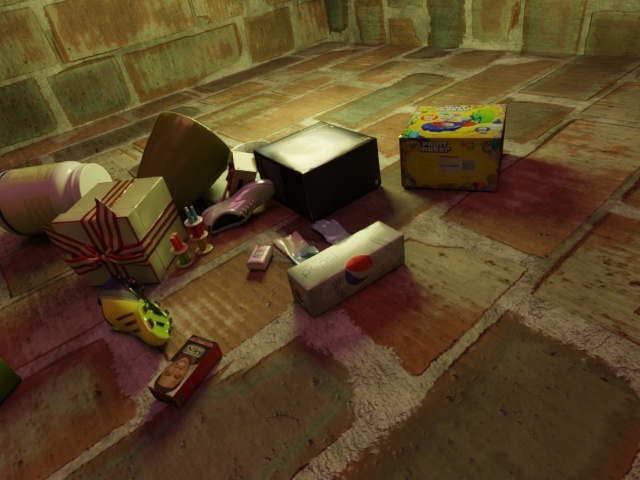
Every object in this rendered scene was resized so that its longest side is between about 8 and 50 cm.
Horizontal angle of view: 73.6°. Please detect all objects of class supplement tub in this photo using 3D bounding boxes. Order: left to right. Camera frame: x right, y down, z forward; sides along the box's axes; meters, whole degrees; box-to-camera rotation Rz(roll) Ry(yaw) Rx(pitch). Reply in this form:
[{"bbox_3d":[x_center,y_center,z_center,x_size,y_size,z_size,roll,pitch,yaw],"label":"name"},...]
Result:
[{"bbox_3d":[-0.914,-0.146,1.479,0.325,0.235,0.235,-6,35,7],"label":"supplement tub"}]

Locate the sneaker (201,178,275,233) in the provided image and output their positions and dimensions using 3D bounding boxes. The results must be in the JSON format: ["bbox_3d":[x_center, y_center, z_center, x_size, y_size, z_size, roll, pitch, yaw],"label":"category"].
[{"bbox_3d":[-0.249,-0.099,1.355,0.258,0.094,0.091,-32,50,-5],"label":"sneaker"}]

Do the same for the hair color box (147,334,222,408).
[{"bbox_3d":[-0.276,0.266,0.881,0.072,0.043,0.141,9,40,25],"label":"hair color box"}]

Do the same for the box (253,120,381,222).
[{"bbox_3d":[-0.008,-0.242,1.408,0.296,0.182,0.294,-31,40,-25],"label":"box"}]

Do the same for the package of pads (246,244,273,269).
[{"bbox_3d":[-0.164,0.047,1.170,0.050,0.031,0.083,2,37,13],"label":"package of pads"}]

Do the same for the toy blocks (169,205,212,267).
[{"bbox_3d":[-0.379,-0.012,1.213,0.054,0.148,0.123,18,44,36],"label":"toy blocks"}]

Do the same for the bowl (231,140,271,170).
[{"bbox_3d":[-0.266,-0.322,1.680,0.170,0.080,0.170,-8,34,5],"label":"bowl"}]

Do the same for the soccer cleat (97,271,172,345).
[{"bbox_3d":[-0.453,0.185,1.033,0.289,0.093,0.121,31,83,39],"label":"soccer cleat"}]

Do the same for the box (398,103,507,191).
[{"bbox_3d":[0.430,-0.305,1.377,0.290,0.176,0.279,6,37,23],"label":"box"}]

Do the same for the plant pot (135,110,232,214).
[{"bbox_3d":[-0.476,-0.216,1.400,0.275,0.275,0.293,15,71,32],"label":"plant pot"}]

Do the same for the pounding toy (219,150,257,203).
[{"bbox_3d":[-0.276,-0.197,1.399,0.100,0.141,0.130,5,41,-22],"label":"pounding toy"}]

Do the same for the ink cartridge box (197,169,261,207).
[{"bbox_3d":[-0.317,-0.185,1.529,0.223,0.045,0.224,25,48,39],"label":"ink cartridge box"}]

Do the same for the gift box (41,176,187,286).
[{"bbox_3d":[-0.567,-0.032,1.196,0.256,0.276,0.258,-8,36,14],"label":"gift box"}]

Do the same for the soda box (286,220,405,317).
[{"bbox_3d":[0.068,0.063,1.030,0.287,0.091,0.098,-28,38,-22],"label":"soda box"}]

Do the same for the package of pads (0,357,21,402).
[{"bbox_3d":[-0.756,0.306,0.798,0.101,0.229,0.296,-2,35,13],"label":"package of pads"}]

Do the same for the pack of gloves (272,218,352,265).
[{"bbox_3d":[0.000,0.000,1.180,0.195,0.046,0.232,-27,38,-20],"label":"pack of gloves"}]
